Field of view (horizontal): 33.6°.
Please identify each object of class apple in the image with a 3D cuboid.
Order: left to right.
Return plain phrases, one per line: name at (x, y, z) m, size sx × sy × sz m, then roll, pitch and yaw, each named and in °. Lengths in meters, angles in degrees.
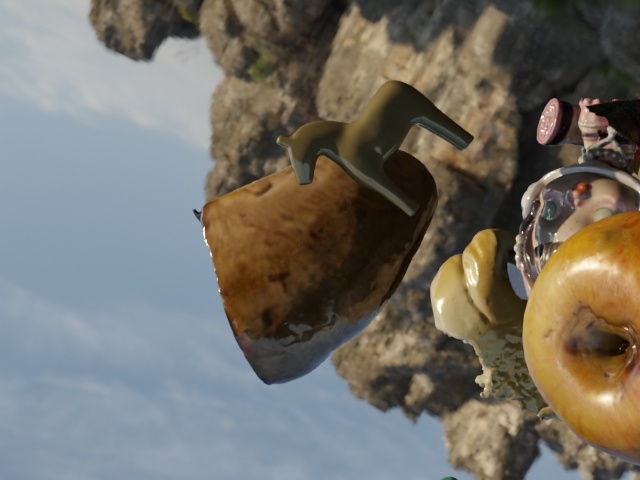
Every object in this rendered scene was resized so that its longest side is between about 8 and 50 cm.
apple at (0.390, 0.108, 1.205) m, size 0.275 × 0.299 × 0.299 m, roll -8°, pitch -148°, yaw -35°

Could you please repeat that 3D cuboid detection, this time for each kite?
kite at (0.411, -0.136, 1.361) m, size 0.190 × 0.010 × 0.159 m, roll 31°, pitch -133°, yaw -16°

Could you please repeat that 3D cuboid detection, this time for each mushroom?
mushroom at (0.025, 0.023, 1.756) m, size 0.224 × 0.397 × 0.314 m, roll 56°, pitch -168°, yaw -49°

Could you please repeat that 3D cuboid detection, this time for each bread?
bread at (0.419, 0.165, 2.049) m, size 0.424 × 0.245 × 0.329 m, roll 36°, pitch -137°, yaw -1°

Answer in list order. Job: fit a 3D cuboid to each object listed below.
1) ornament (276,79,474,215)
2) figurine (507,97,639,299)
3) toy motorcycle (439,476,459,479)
ornament at (0.077, -0.148, 1.660) m, size 0.245 × 0.230 × 0.061 m, roll 37°, pitch 179°, yaw -2°
figurine at (0.464, -0.052, 1.710) m, size 0.211 × 0.361 × 0.253 m, roll 26°, pitch 166°, yaw -35°
toy motorcycle at (0.168, 0.402, 1.412) m, size 0.296 × 0.109 × 0.198 m, roll -2°, pitch -136°, yaw -19°
